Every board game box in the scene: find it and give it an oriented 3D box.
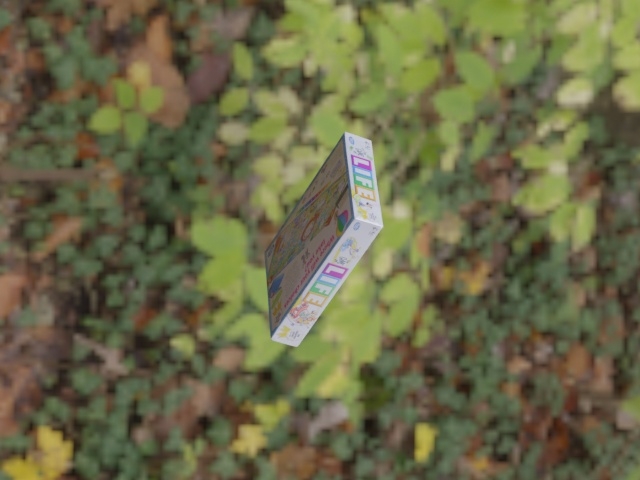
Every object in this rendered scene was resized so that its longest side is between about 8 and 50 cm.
[{"bbox_3d":[0.000,0.000,1.433,0.154,0.026,0.103,-55,-153,38],"label":"board game box"}]
